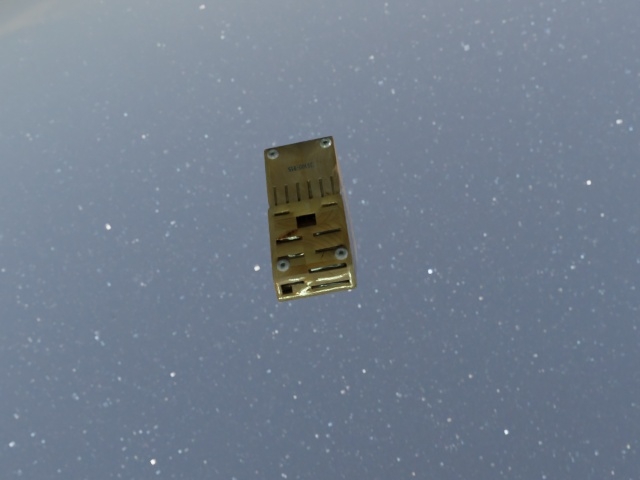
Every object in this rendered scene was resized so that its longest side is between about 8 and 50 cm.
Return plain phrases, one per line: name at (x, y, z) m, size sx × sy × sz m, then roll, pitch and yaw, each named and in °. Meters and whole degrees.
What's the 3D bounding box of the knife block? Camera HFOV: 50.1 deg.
knife block at (0.000, 0.000, 0.871) m, size 0.088 × 0.242 × 0.276 m, roll -11°, pitch -126°, yaw 5°
